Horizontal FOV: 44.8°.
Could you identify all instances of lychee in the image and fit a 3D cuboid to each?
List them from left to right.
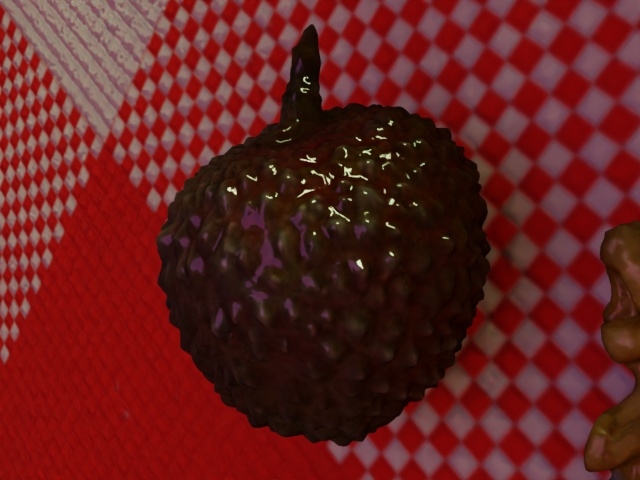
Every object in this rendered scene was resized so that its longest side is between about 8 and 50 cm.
[{"bbox_3d":[0.000,0.000,0.376,0.165,0.165,0.197,-2,111,42],"label":"lychee"}]

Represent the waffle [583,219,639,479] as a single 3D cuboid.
[{"bbox_3d":[0.188,0.067,0.281,0.219,0.057,0.229,-25,72,39],"label":"waffle"}]
